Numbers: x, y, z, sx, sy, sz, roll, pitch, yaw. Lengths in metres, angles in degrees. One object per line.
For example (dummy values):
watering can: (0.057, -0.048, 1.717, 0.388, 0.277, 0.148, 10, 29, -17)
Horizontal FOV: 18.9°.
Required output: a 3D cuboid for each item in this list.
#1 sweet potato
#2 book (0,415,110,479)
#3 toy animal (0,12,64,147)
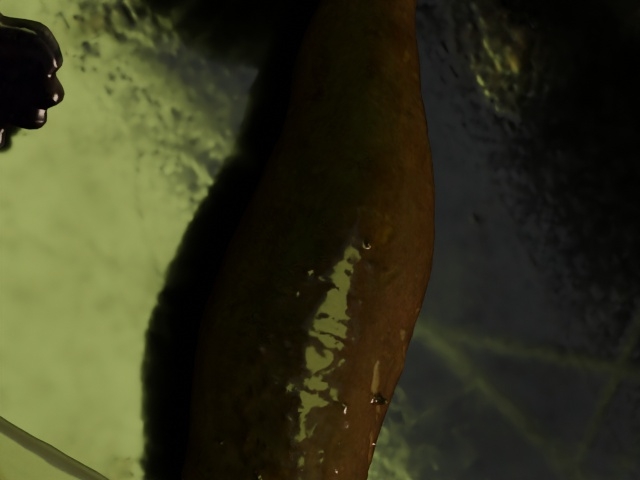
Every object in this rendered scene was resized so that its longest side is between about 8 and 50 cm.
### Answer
sweet potato: (0.000, 0.000, 0.680, 0.077, 0.077, 0.244, 14, 81, -18)
book: (-0.088, 0.189, 0.655, 0.264, 0.027, 0.202, 33, 75, -14)
toy animal: (-0.235, -0.104, 0.519, 0.302, 0.225, 0.284, -10, 111, 7)
